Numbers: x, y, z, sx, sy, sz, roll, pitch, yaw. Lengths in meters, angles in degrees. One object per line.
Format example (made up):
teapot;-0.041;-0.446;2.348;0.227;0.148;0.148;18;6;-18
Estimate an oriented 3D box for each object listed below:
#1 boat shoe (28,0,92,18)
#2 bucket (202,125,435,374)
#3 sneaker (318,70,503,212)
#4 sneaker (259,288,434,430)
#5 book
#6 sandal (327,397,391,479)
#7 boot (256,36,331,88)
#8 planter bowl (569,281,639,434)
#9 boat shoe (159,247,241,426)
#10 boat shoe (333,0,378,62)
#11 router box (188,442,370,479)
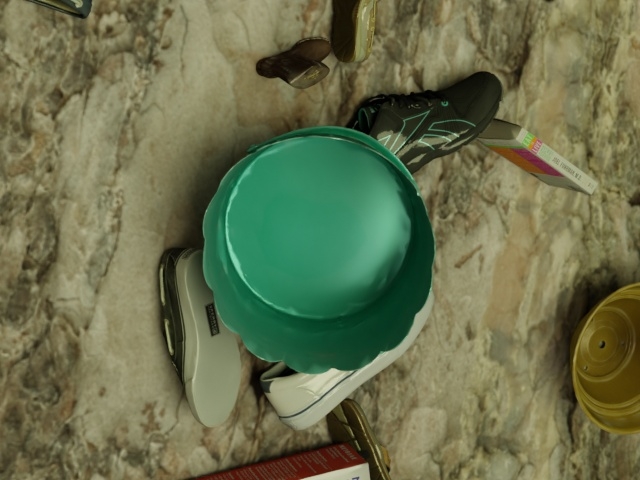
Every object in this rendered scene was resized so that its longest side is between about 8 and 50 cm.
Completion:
boat shoe;-0.359;-0.293;1.531;0.254;0.095;0.079;9;85;-36
bucket;0.000;0.000;1.667;0.281;0.183;0.281;0;102;0
sneaker;0.114;-0.143;1.788;0.267;0.101;0.106;-37;112;-15
sneaker;0.035;0.126;1.807;0.258;0.094;0.091;-43;117;-13
book;0.283;-0.108;1.879;0.144;0.096;0.035;32;85;-28
sandal;0.060;0.284;1.875;0.049;0.072;0.180;-32;109;-53
boot;-0.011;-0.210;1.703;0.106;0.114;0.037;-26;111;-19
planter bowl;0.416;0.154;2.002;0.217;0.090;0.217;-5;102;-25
boat shoe;-0.149;0.114;1.729;0.078;0.070;0.219;-13;102;-43
boat shoe;0.046;-0.285;1.759;0.045;0.050;0.135;-1;102;-51
router box;-0.073;0.454;1.811;0.301;0.082;0.335;-11;105;-18
